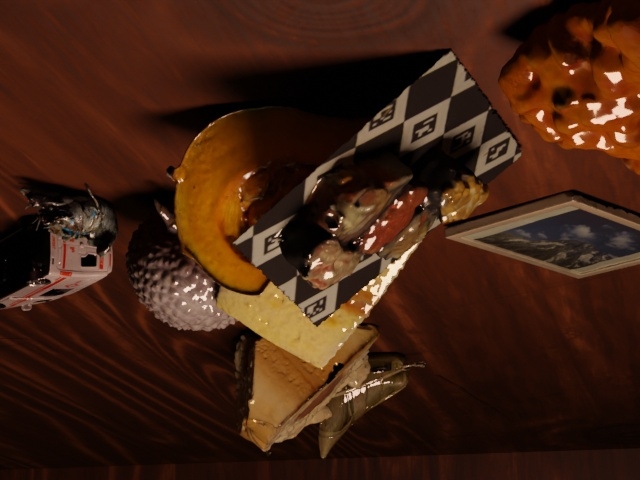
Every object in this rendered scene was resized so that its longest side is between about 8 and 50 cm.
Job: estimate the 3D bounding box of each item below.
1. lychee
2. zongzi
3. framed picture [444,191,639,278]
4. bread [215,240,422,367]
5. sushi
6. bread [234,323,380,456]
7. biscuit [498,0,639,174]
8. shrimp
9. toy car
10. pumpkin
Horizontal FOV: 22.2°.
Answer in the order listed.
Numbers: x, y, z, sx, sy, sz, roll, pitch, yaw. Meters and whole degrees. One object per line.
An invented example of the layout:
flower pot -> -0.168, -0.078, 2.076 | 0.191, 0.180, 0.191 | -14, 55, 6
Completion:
lychee -> -0.149, 0.024, 1.927 | 0.165, 0.165, 0.197 | -3, 136, 10
zongzi -> 0.086, 0.281, 2.764 | 0.189, 0.178, 0.081 | -1, -179, 4
framed picture -> 0.324, -0.004, 2.070 | 0.281, 0.019, 0.209 | 15, 158, -41
bread -> 0.000, 0.000, 1.859 | 0.178, 0.135, 0.240 | 31, 116, -7
sushi -> 0.080, -0.025, 1.637 | 0.294, 0.059, 0.292 | -42, 154, 2
bread -> -0.029, 0.243, 2.573 | 0.224, 0.211, 0.183 | 7, 156, -4
biscuit -> 0.338, -0.143, 1.443 | 0.318, 0.110, 0.312 | 8, 163, -24
shrimp -> -0.290, -0.034, 1.928 | 0.082, 0.076, 0.174 | 38, -176, 24
toy car -> -0.357, 0.034, 2.082 | 0.108, 0.089, 0.210 | 6, 160, -38
pumpkin -> -0.031, -0.084, 1.678 | 0.278, 0.163, 0.111 | -44, 178, 10
